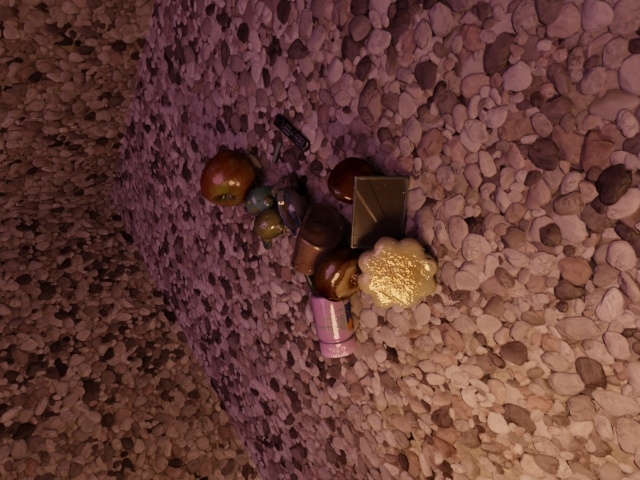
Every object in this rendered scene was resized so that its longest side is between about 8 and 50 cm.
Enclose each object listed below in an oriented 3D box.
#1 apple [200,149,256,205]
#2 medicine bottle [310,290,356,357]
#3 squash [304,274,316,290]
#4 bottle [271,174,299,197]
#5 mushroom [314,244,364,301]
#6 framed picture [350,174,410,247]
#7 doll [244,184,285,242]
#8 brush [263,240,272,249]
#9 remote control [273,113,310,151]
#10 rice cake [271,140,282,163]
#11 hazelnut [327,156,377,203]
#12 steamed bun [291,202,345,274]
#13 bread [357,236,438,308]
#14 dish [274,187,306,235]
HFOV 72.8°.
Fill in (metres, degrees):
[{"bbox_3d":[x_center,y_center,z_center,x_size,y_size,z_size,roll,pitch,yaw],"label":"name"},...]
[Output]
[{"bbox_3d":[-0.476,-0.327,2.249,0.310,0.278,0.249,-18,65,31],"label":"apple"},{"bbox_3d":[0.061,0.371,1.989,0.178,0.178,0.290,-2,102,46],"label":"medicine bottle"},{"bbox_3d":[-0.057,0.162,2.137,0.052,0.052,0.183,-27,80,46],"label":"squash"},{"bbox_3d":[-0.161,-0.259,2.068,0.152,0.099,0.098,-29,82,49],"label":"bottle"},{"bbox_3d":[0.103,0.130,1.793,0.278,0.297,0.163,-33,60,5],"label":"mushroom"},{"bbox_3d":[0.227,-0.107,1.671,0.016,0.214,0.288,-107,17,-69],"label":"framed picture"},{"bbox_3d":[-0.274,-0.131,2.177,0.177,0.162,0.260,-33,76,44],"label":"doll"},{"bbox_3d":[-0.301,-0.083,2.323,0.062,0.027,0.265,-5,96,46],"label":"brush"},{"bbox_3d":[-0.135,-0.501,2.013,0.245,0.025,0.063,48,131,24],"label":"remote control"},{"bbox_3d":[-0.213,-0.429,2.119,0.022,0.022,0.121,46,129,31],"label":"rice cake"},{"bbox_3d":[0.119,-0.226,1.717,0.208,0.208,0.208,17,114,41],"label":"hazelnut"},{"bbox_3d":[0.000,0.000,1.889,0.199,0.301,0.251,17,133,0],"label":"steamed bun"},{"bbox_3d":[0.290,0.127,1.650,0.317,0.054,0.315,2,109,5],"label":"bread"},{"bbox_3d":[-0.123,-0.146,2.012,0.236,0.086,0.227,60,154,24],"label":"dish"}]
